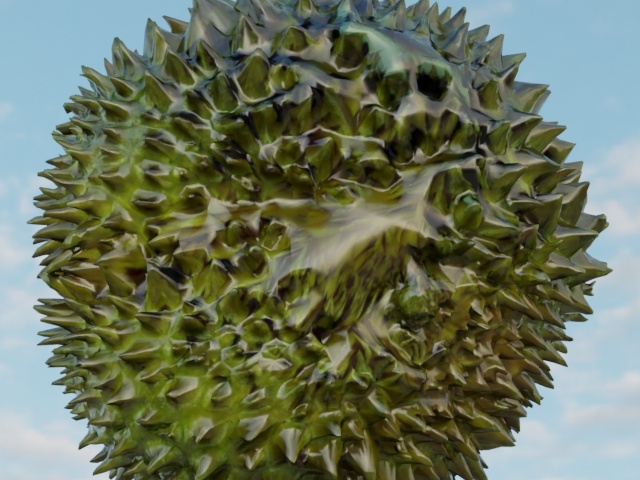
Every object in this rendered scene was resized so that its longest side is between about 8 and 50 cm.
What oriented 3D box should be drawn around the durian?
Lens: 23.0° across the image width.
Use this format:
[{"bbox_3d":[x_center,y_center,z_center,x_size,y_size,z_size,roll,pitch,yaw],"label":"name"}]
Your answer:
[{"bbox_3d":[0.002,-0.002,0.723,0.291,0.291,0.225,8,-47,-20],"label":"durian"}]
